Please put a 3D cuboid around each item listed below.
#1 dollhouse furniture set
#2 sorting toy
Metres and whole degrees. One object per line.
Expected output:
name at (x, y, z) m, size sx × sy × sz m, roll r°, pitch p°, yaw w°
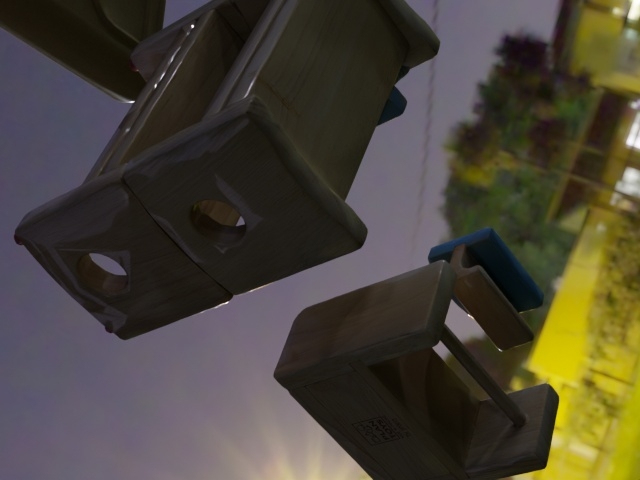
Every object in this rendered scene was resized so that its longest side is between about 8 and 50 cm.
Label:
dollhouse furniture set at (0.000, 0.000, 0.510) m, size 0.184 × 0.129 × 0.129 m, roll 49°, pitch -140°, yaw -25°
sorting toy at (-0.195, -0.249, 0.822) m, size 0.307 × 0.041 × 0.229 m, roll 32°, pitch -117°, yaw -57°
